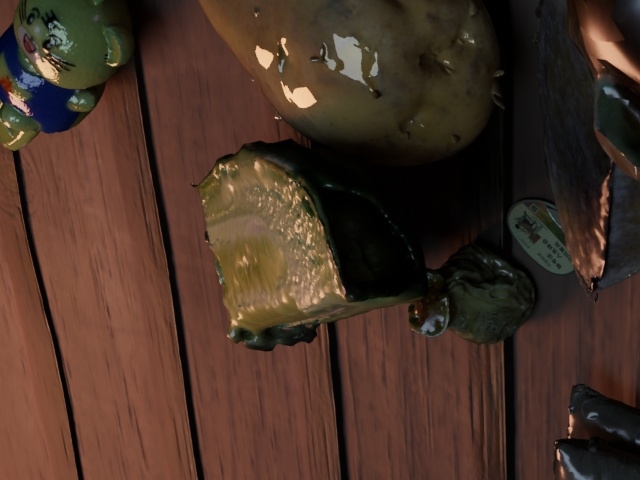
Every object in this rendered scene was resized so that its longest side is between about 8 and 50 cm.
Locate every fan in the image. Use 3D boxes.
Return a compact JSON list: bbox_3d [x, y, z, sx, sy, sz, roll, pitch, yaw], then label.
[{"bbox_3d":[0.152,-0.012,1.176,0.060,0.003,0.080,26,134,25],"label":"fan"}]

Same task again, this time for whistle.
[{"bbox_3d":[-0.211,-0.137,1.354,0.105,0.085,0.227,56,141,8],"label":"whistle"}]

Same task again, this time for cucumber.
[{"bbox_3d":[0.001,-0.003,1.169,0.325,0.105,0.145,160,95,-76],"label":"cucumber"}]

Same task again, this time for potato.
[{"bbox_3d":[0.009,-0.140,1.117,0.235,0.128,0.161,50,137,8],"label":"potato"},{"bbox_3d":[0.193,-0.094,1.035,0.261,0.100,0.120,84,170,-51],"label":"potato"}]

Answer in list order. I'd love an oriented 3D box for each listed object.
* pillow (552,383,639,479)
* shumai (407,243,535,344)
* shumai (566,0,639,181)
[{"bbox_3d":[0.289,0.261,1.185,0.326,0.101,0.228,24,132,26],"label":"pillow"},{"bbox_3d":[0.097,0.049,1.213,0.083,0.080,0.082,9,126,36],"label":"shumai"},{"bbox_3d":[0.189,-0.112,0.780,0.222,0.203,0.272,62,179,9],"label":"shumai"}]
